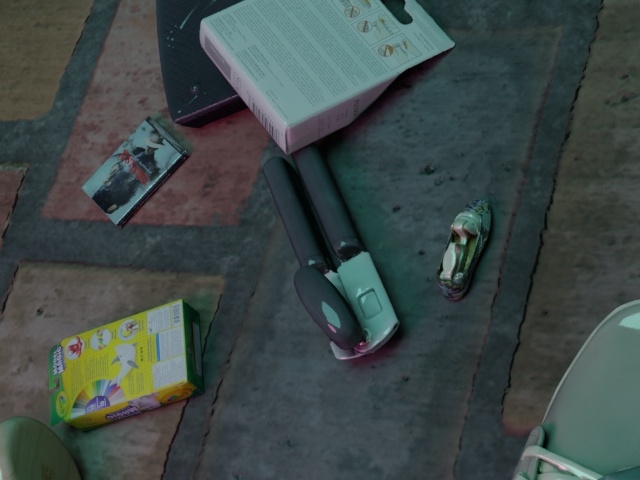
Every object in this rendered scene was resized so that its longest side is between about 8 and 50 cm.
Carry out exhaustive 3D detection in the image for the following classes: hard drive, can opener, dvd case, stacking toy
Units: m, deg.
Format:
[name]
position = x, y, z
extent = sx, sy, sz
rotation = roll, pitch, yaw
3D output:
[hard drive]
position = -0.109, -0.258, 1.987
extent = 0.172, 0.054, 0.254
rotation = -21, 56, 19
[can opener]
position = 0.000, 0.000, 1.753
extent = 0.076, 0.095, 0.283
rotation = -31, 53, 11
[dvd case]
position = -0.218, -0.081, 1.977
extent = 0.119, 0.013, 0.087
rotation = -45, 51, -1
[stacking toy]
position = -0.419, 0.314, 1.807
extent = 0.330, 0.141, 0.141
rotation = -28, 53, 21

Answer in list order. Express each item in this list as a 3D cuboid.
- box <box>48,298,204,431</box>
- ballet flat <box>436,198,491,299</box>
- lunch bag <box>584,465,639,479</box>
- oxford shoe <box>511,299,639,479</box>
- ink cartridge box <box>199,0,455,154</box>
[box]
position = -0.215, 0.141, 1.833
extent = 0.179, 0.043, 0.105
rotation = -17, 57, 18
[ballet flat]
position = 0.144, 0.003, 1.704
extent = 0.041, 0.041, 0.114
rotation = 6, 67, 32
[lunch bag]
position = 0.341, 0.293, 1.298
extent = 0.223, 0.160, 0.262
rotation = -13, 91, -13
[oxford shoe]
position = 0.211, 0.244, 1.416
extent = 0.169, 0.130, 0.449
rotation = 16, 71, 38
[ink cartridge box]
position = 0.007, -0.215, 1.868
extent = 0.225, 0.056, 0.181
rotation = -26, 61, -21
